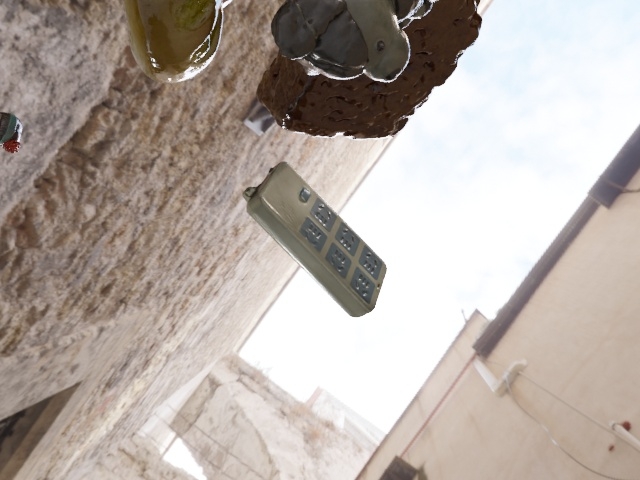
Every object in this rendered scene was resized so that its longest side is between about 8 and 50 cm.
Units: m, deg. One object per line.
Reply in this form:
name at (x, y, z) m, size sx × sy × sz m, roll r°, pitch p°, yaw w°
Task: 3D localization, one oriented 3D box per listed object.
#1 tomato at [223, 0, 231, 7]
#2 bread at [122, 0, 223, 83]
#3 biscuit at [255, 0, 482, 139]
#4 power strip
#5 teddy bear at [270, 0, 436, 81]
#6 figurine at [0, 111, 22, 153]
tomato at (-0.253, -0.583, 1.183) m, size 0.309 × 0.309 × 0.170 m, roll -16°, pitch -101°, yaw 5°
bread at (-0.244, -0.424, 0.891) m, size 0.160 × 0.333 × 0.333 m, roll -11°, pitch -89°, yaw -15°
biscuit at (0.102, -0.362, 1.046) m, size 0.342 × 0.395 × 0.166 m, roll -1°, pitch -126°, yaw -32°
power strip at (0.000, 0.000, 0.597) m, size 0.035 × 0.081 × 0.192 m, roll -30°, pitch -68°, yaw 39°
teddy bear at (0.050, -0.257, 0.649) m, size 0.144 × 0.171 × 0.251 m, roll 42°, pitch -101°, yaw -8°
figurine at (-0.486, -0.158, 0.801) m, size 0.106 × 0.047 × 0.060 m, roll 5°, pitch -110°, yaw -6°
